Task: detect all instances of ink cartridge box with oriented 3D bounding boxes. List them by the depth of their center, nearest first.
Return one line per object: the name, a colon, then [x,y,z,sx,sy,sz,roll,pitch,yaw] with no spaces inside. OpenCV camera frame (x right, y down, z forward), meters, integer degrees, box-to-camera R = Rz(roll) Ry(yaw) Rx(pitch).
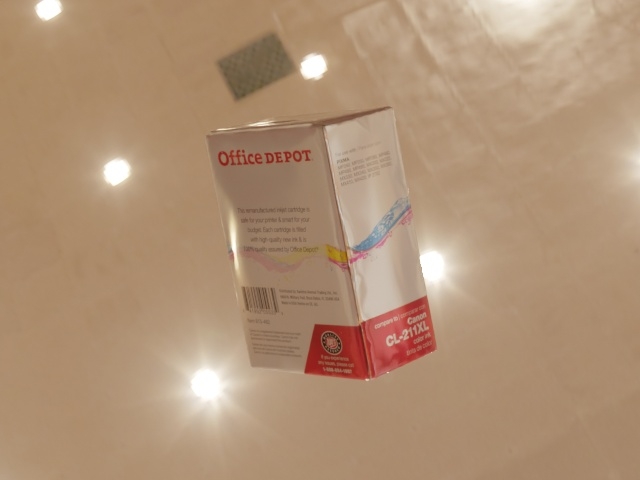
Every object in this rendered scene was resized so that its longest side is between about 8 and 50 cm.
ink cartridge box: [0.000,0.000,1.008,0.072,0.175,0.127,-18,-167,-40]
